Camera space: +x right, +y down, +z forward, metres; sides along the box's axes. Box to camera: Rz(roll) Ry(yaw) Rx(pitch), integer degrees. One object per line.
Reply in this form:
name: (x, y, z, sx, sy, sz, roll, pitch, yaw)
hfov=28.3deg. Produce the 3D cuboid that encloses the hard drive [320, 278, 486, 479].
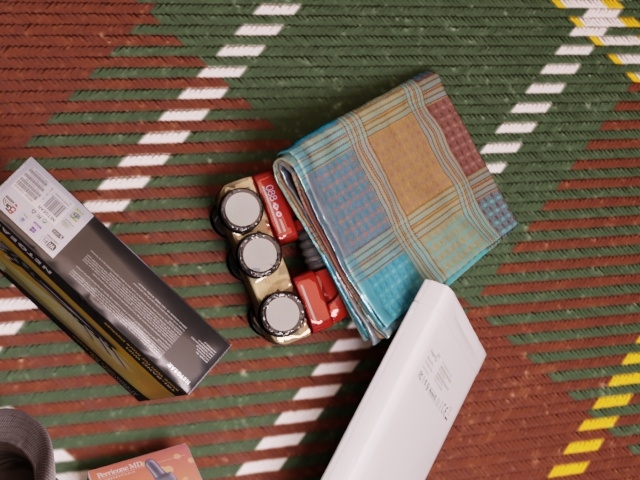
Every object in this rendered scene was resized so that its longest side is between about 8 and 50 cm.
hard drive: (0.098, 0.251, 1.622, 0.047, 0.233, 0.353, 19, 71, 28)

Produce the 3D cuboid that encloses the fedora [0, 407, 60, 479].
fedora: (-0.364, 0.343, 1.446, 0.124, 0.244, 0.275, 44, 64, -41)

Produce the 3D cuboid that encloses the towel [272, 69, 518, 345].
towel: (0.112, -0.060, 1.688, 0.370, 0.040, 0.271, -34, 97, -45)

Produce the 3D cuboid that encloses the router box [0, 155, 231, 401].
router box: (-0.270, 0.056, 1.490, 0.309, 0.243, 0.081, 44, 69, -8)

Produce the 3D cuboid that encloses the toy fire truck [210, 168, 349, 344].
toy fire truck: (0.000, 0.000, 1.669, 0.246, 0.158, 0.217, -21, 89, -12)

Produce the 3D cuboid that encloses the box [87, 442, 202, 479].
box: (-0.193, 0.348, 1.512, 0.130, 0.091, 0.170, -14, 51, -22)
